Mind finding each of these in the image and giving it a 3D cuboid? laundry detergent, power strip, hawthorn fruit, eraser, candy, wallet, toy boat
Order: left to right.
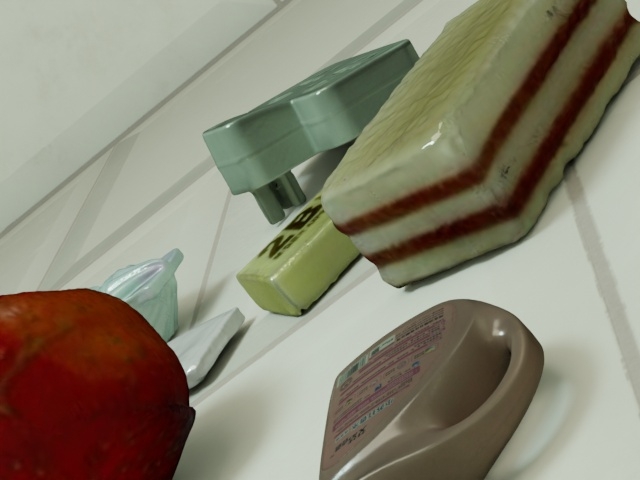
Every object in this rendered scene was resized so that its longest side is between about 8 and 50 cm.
[{"bbox_3d":[-0.279,0.165,1.414,0.265,0.307,0.265,-11,76,50],"label":"hawthorn fruit"},{"bbox_3d":[-0.271,0.118,1.922,0.290,0.100,0.199,-34,17,30],"label":"toy boat"},{"bbox_3d":[-0.163,0.142,1.715,0.183,0.032,0.124,-31,17,39],"label":"wallet"},{"bbox_3d":[-0.005,-0.134,1.992,0.261,0.141,0.229,-32,10,-26],"label":"power strip"},{"bbox_3d":[0.000,0.000,1.657,0.172,0.058,0.117,-45,15,-16],"label":"eraser"},{"bbox_3d":[0.075,0.128,1.054,0.171,0.076,0.237,-36,16,18],"label":"laundry detergent"},{"bbox_3d":[0.153,-0.116,1.458,0.179,0.135,0.320,-25,21,51],"label":"candy"}]
